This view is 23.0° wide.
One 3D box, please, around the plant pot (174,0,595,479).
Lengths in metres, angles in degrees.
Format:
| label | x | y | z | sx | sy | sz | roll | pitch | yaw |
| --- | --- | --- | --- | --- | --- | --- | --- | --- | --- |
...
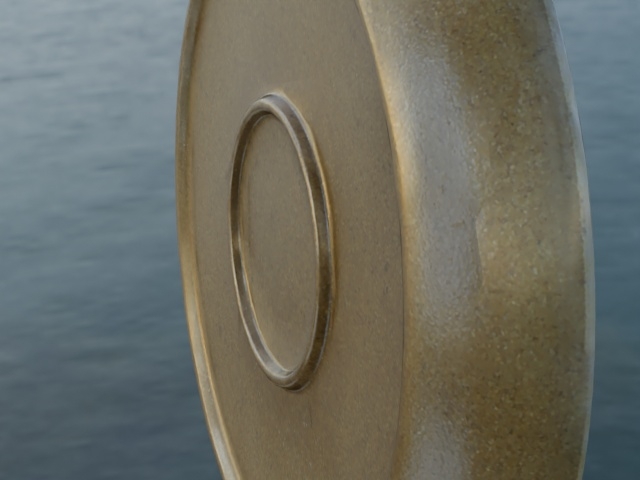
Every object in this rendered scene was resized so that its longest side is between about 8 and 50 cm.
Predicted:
| label | x | y | z | sx | sy | sz | roll | pitch | yaw |
| --- | --- | --- | --- | --- | --- | --- | --- | --- | --- |
| plant pot | 0.000 | 0.000 | 0.413 | 0.032 | 0.236 | 0.236 | -5 | 18 | -20 |
